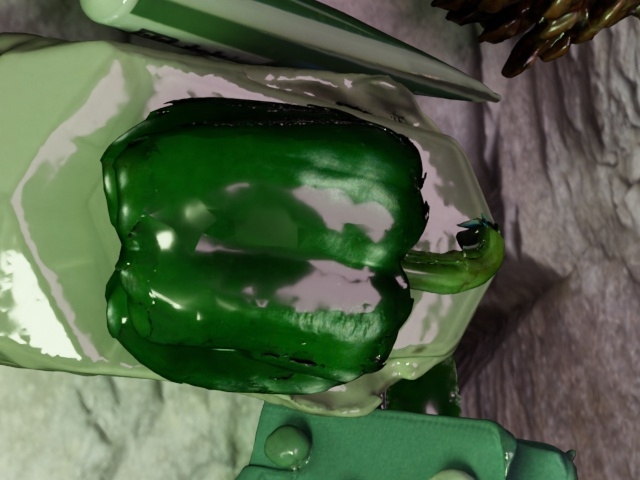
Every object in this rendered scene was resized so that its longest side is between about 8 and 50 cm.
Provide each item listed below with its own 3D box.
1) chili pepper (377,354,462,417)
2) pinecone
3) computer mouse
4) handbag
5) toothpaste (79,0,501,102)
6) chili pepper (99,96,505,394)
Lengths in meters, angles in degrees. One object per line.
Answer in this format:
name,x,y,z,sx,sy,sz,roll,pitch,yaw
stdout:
chili pepper,0.066,0.113,1.392,0.108,0.062,0.216,26,71,-39
pinecone,0.154,-0.251,1.394,0.272,0.224,0.224,36,65,-17
computer mouse,-0.084,-0.008,1.241,0.429,0.145,0.228,9,84,-25
handbag,0.017,0.237,1.208,0.100,0.274,0.269,27,74,-40
toothpaste,-0.032,-0.143,1.282,0.392,0.098,0.061,13,97,-44
chili pepper,0.000,0.000,1.112,0.261,0.165,0.174,4,76,-16
